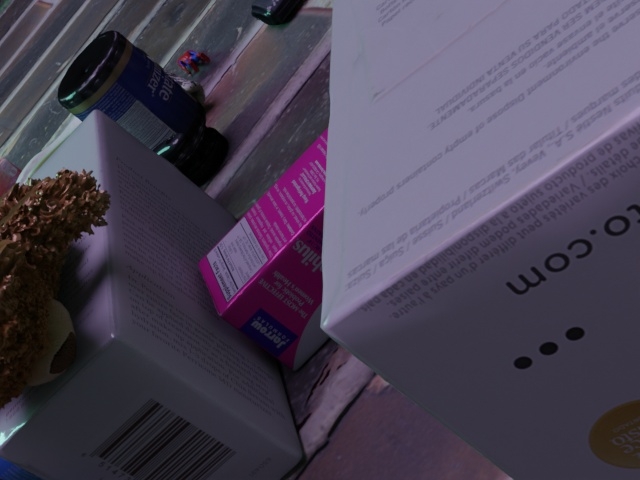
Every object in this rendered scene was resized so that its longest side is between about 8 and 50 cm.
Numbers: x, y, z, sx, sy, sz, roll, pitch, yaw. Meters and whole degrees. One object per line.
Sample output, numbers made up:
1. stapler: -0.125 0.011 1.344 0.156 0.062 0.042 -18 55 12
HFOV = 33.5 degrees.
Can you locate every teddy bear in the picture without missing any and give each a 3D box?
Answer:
1. teddy bear: -0.272 0.049 0.923 0.245 0.113 0.338 -53 21 -17

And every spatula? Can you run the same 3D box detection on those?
1. spatula: -0.266 -0.078 1.376 0.296 0.030 0.084 -22 34 39

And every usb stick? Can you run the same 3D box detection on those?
1. usb stick: -0.003 -0.437 1.597 0.278 0.045 0.077 -52 29 -5

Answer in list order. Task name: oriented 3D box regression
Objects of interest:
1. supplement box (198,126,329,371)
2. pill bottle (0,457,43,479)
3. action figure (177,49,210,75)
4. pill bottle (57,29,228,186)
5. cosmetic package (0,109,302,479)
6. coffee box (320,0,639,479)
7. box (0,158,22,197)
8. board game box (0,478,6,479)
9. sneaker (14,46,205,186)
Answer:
1. supplement box: 0.000 0.000 1.040 0.220 0.111 0.114 -46 31 9
2. pill bottle: -0.306 0.197 1.212 0.221 0.124 0.124 -41 31 15
3. action figure: -0.208 -0.290 1.721 0.038 0.030 0.115 -46 25 -5
4. pill bottle: -0.233 -0.167 1.426 0.122 0.219 0.123 -33 35 27
5. cosmetic package: -0.188 0.072 1.093 0.161 0.230 0.453 -43 30 13
6. coffee box: 0.234 -0.061 0.576 0.337 0.334 0.338 -35 31 26
7. box: -0.547 0.038 1.689 0.154 0.142 0.300 -19 42 42
8. board game box: -0.309 0.328 0.990 0.346 0.056 0.208 3 90 43
9. sneaker: -0.302 -0.101 1.543 0.182 0.158 0.410 12 70 38
